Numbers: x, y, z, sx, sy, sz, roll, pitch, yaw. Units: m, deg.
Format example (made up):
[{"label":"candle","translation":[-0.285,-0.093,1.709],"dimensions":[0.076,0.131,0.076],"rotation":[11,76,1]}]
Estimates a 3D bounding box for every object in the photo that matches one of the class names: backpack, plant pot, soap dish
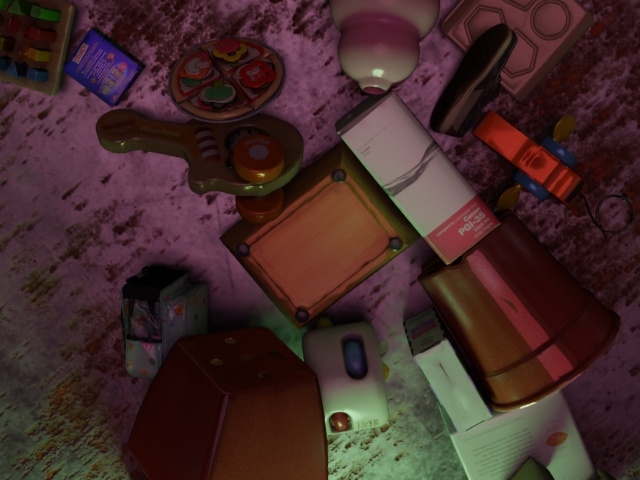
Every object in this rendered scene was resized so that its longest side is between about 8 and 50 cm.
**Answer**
[{"label":"backpack","translation":[-0.277,0.156,1.572],"dimensions":[0.144,0.166,0.188],"rotation":[11,105,7]},{"label":"plant pot","translation":[0.326,0.106,1.531],"dimensions":[0.272,0.272,0.265],"rotation":[-38,93,7]},{"label":"soap dish","translation":[0.000,0.000,1.567],"dimensions":[0.291,0.118,0.229],"rotation":[-38,100,8]},{"label":"plant pot","translation":[-0.144,0.295,1.488],"dimensions":[0.267,0.267,0.235],"rotation":[-5,117,-35]}]

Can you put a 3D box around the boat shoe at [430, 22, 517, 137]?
[{"label":"boat shoe","translation":[0.273,-0.270,1.518],"dimensions":[0.073,0.080,0.223],"rotation":[18,126,-24]}]

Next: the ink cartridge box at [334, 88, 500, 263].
[{"label":"ink cartridge box","translation":[0.158,-0.118,1.496],"dimensions":[0.117,0.207,0.283],"rotation":[-39,100,8]}]

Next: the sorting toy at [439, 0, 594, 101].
[{"label":"sorting toy","translation":[0.340,-0.378,1.534],"dimensions":[0.208,0.038,0.193],"rotation":[39,99,-13]}]

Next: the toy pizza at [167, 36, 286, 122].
[{"label":"toy pizza","translation":[-0.159,-0.278,1.481],"dimensions":[0.201,0.201,0.032],"rotation":[-7,145,1]}]

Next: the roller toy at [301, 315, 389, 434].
[{"label":"roller toy","translation":[0.051,0.248,1.583],"dimensions":[0.146,0.191,0.209],"rotation":[-9,102,0]}]

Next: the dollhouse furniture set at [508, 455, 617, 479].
[{"label":"dollhouse furniture set","translation":[0.434,0.501,1.486],"dimensions":[0.242,0.161,0.212],"rotation":[37,98,-8]}]

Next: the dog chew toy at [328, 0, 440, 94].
[{"label":"dog chew toy","translation":[0.104,-0.396,1.407],"dimensions":[0.207,0.206,0.331],"rotation":[7,81,-2]}]

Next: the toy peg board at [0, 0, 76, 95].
[{"label":"toy peg board","translation":[-0.518,-0.344,1.486],"dimensions":[0.161,0.079,0.160],"rotation":[19,102,11]}]

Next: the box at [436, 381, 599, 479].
[{"label":"box","translation":[0.388,0.431,1.640],"dimensions":[0.215,0.168,0.345],"rotation":[-23,101,4]}]

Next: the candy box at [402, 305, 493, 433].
[{"label":"candy box","translation":[0.223,0.226,1.577],"dimensions":[0.070,0.196,0.164],"rotation":[-30,101,6]}]

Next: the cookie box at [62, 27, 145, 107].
[{"label":"cookie box","translation":[-0.376,-0.301,1.535],"dimensions":[0.107,0.040,0.092],"rotation":[37,101,-8]}]

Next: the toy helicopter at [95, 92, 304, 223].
[{"label":"toy helicopter","translation":[-0.202,-0.179,1.499],"dimensions":[0.355,0.235,0.140],"rotation":[10,144,5]}]

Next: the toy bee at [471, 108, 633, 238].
[{"label":"toy bee","translation":[0.396,-0.106,1.549],"dimensions":[0.195,0.162,0.298],"rotation":[-32,76,14]}]
